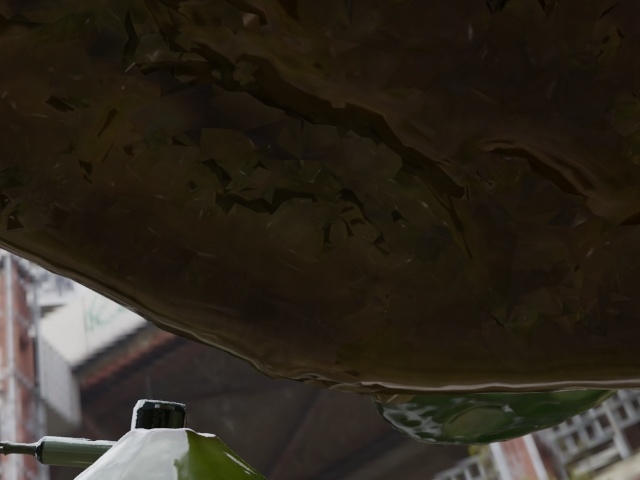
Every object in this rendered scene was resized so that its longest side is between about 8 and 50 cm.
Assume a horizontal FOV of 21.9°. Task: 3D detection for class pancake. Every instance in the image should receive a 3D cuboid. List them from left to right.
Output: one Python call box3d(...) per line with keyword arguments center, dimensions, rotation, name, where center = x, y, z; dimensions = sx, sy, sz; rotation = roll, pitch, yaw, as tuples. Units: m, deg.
box3d(center=(0.015, -0.112, 0.291), dimensions=(0.356, 0.065, 0.356), rotation=(4, -61, 7), name="pancake")

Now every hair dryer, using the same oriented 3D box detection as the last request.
box3d(center=(-0.234, 0.209, 1.675), dimensions=(0.197, 0.100, 0.057), rotation=(2, -12, 6), name="hair dryer")

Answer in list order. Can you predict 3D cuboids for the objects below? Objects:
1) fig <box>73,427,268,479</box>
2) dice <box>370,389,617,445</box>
box3d(center=(-0.098, 0.285, 1.131), dimensions=(0.316, 0.316, 0.316), rotation=(-6, -53, -8), name="fig")
box3d(center=(0.174, 0.028, 1.774), dimensions=(0.287, 0.297, 0.300), rotation=(-19, -37, 14), name="dice")
